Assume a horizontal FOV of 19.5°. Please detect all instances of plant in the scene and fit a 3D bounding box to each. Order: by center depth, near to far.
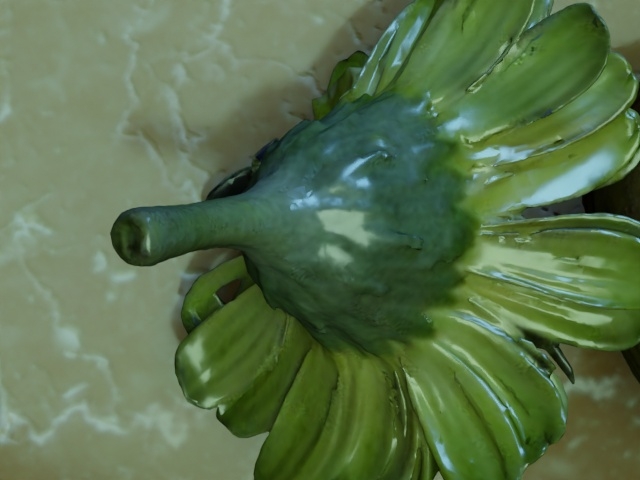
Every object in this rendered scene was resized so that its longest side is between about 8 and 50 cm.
[{"bbox_3d":[0.001,-0.005,0.983,0.297,0.261,0.305,1,96,-23],"label":"plant"}]

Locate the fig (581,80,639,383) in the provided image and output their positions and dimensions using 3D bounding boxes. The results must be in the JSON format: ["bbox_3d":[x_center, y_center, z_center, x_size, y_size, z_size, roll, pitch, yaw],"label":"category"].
[{"bbox_3d":[0.230,0.064,1.021,0.217,0.217,0.321,17,80,-8],"label":"fig"}]
